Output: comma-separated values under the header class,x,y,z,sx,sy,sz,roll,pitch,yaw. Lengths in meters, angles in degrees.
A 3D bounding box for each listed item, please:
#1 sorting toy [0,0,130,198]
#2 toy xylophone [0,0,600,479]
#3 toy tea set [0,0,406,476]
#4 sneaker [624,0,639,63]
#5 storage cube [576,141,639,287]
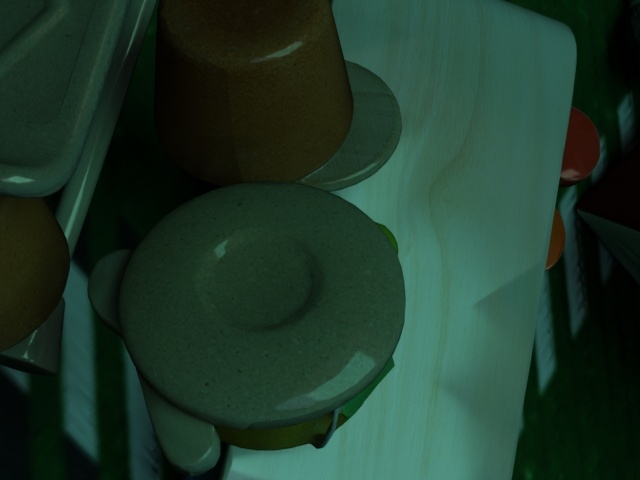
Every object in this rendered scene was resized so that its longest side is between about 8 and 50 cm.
class,x,y,z,sx,sy,sz,roll,pitch,yaw
sorting toy,-0.145,-0.112,0.461,0.038,0.193,0.208,78,24,-63
toy xylophone,0.000,0.000,0.586,0.236,0.081,0.322,25,69,-12
toy tea set,-0.087,0.047,0.458,0.336,0.124,0.200,-35,60,-21
sneaker,0.272,-0.149,0.850,0.132,0.086,0.228,49,54,-24
storage cube,0.291,-0.006,0.724,0.193,0.215,0.183,-44,113,-5
